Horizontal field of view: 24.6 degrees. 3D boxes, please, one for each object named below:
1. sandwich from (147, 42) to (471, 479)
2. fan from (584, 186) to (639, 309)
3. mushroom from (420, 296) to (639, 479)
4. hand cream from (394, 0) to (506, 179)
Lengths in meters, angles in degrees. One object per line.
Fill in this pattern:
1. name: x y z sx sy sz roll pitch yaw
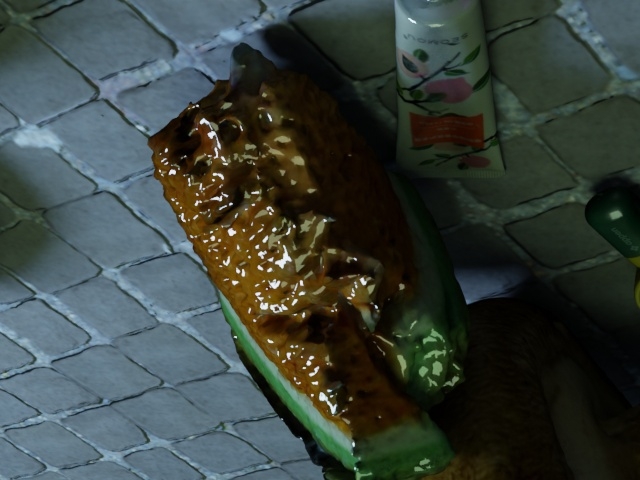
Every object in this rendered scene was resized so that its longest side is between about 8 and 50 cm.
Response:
1. sandwich: 0.000 0.000 1.020 0.162 0.250 0.301 -28 118 -15
2. fan: 0.250 0.009 1.064 0.082 0.039 0.155 -23 131 40
3. mushroom: 0.183 0.219 1.125 0.345 0.345 0.239 22 128 -15
4. hand cream: 0.080 -0.103 0.959 0.080 0.050 0.234 1 150 9
